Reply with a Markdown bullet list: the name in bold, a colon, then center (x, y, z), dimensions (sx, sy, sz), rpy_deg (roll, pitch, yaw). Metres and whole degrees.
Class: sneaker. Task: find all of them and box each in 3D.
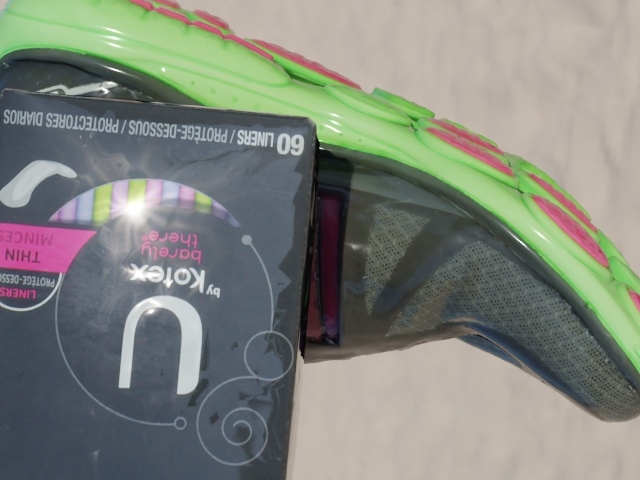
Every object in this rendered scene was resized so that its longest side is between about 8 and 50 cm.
- **sneaker**: center (0.000, 0.000, 1.116), dimensions (0.202, 0.482, 0.185), rpy_deg (-66, -7, 11)

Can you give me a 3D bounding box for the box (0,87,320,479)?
- **box**: center (-0.091, 0.066, 0.920), dimensions (0.143, 0.165, 0.270), rpy_deg (11, -97, -89)
